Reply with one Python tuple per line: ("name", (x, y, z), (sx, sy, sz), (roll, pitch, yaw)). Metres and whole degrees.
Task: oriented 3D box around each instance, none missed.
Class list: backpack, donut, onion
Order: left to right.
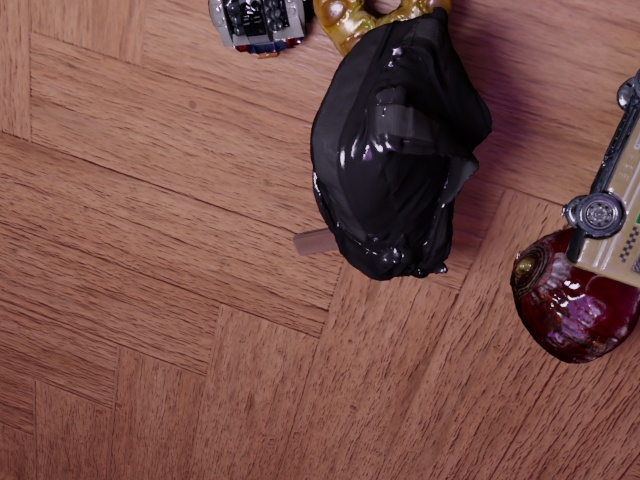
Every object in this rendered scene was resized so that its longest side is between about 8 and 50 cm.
("donut", (0.103, -0.394, 1.035), (0.226, 0.114, 0.227), (8, 121, 13))
("backpack", (0.124, -0.134, 0.976), (0.254, 0.446, 0.364), (13, 77, 19))
("onion", (0.477, 0.098, 1.155), (0.216, 0.207, 0.206), (32, 126, -9))

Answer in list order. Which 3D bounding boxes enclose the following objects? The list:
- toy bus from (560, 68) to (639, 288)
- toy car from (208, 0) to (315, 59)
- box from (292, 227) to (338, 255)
("toy bus", (0.517, -0.107, 0.975), (0.201, 0.177, 0.366), (23, 100, 12))
("toy car", (-0.111, -0.456, 1.066), (0.193, 0.118, 0.301), (-1, 119, 15))
("box", (0.000, 0.000, 1.343), (0.115, 0.025, 0.048), (-12, 120, 22))
